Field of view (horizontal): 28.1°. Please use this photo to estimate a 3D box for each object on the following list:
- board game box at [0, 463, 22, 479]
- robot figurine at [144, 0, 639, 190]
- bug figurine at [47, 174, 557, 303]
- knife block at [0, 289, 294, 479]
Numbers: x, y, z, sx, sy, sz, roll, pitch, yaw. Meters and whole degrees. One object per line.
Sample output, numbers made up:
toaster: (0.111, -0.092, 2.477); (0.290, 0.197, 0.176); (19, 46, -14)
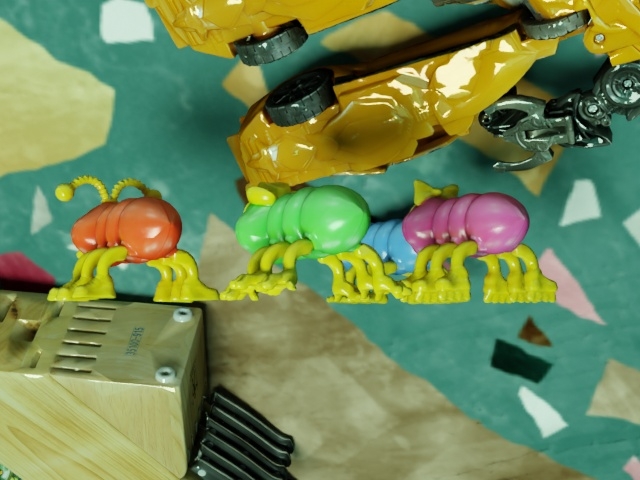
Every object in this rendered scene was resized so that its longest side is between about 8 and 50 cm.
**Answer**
board game box: (-0.306, 0.188, 1.004); (0.136, 0.030, 0.260); (-18, 122, -15)
robot figurine: (0.060, -0.132, 0.713); (0.291, 0.085, 0.211); (-15, 118, 23)
bug figurine: (0.000, 0.000, 0.719); (0.216, 0.279, 0.072); (-4, 85, 51)
knife block: (-0.154, 0.162, 0.945); (0.275, 0.088, 0.242); (5, 125, 4)
